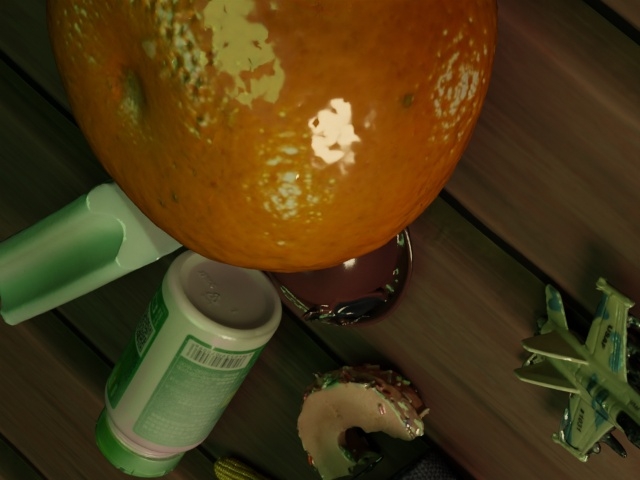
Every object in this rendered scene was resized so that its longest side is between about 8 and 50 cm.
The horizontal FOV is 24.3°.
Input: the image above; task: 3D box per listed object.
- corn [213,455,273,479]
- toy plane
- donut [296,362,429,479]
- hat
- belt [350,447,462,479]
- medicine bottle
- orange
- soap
[{"bbox_3d":[-0.082,0.278,1.699,0.092,0.037,0.037,30,125,25],"label":"corn"},{"bbox_3d":[0.281,0.148,1.337,0.262,0.088,0.192,37,131,35],"label":"toy plane"},{"bbox_3d":[0.034,0.179,1.552,0.166,0.065,0.117,-36,89,39],"label":"donut"},{"bbox_3d":[0.000,0.000,1.480,0.205,0.089,0.205,15,119,29],"label":"hat"},{"bbox_3d":[0.064,0.301,1.536,0.126,0.139,0.230,50,132,5],"label":"belt"},{"bbox_3d":[-0.154,0.142,1.626,0.133,0.133,0.274,42,127,13],"label":"medicine bottle"},{"bbox_3d":[-0.038,-0.188,1.271,0.424,0.326,0.424,35,138,39],"label":"orange"},{"bbox_3d":[-0.225,-0.009,1.566,0.289,0.173,0.095,-23,98,49],"label":"soap"}]
